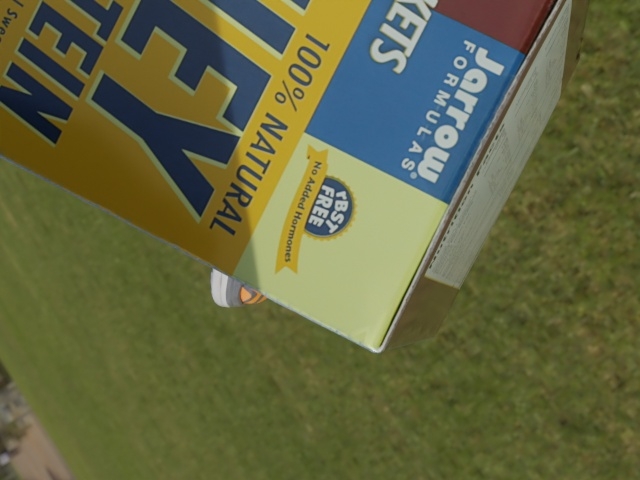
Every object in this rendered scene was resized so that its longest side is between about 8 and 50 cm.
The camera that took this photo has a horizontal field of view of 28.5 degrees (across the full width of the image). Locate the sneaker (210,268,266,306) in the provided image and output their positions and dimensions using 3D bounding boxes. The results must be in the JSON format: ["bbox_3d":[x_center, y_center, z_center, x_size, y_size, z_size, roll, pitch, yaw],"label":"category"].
[{"bbox_3d":[0.000,0.000,1.117,0.180,0.124,0.321,11,165,1],"label":"sneaker"}]

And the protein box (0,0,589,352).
[{"bbox_3d":[-0.025,-0.066,0.442,0.200,0.136,0.201,27,-179,10],"label":"protein box"}]
